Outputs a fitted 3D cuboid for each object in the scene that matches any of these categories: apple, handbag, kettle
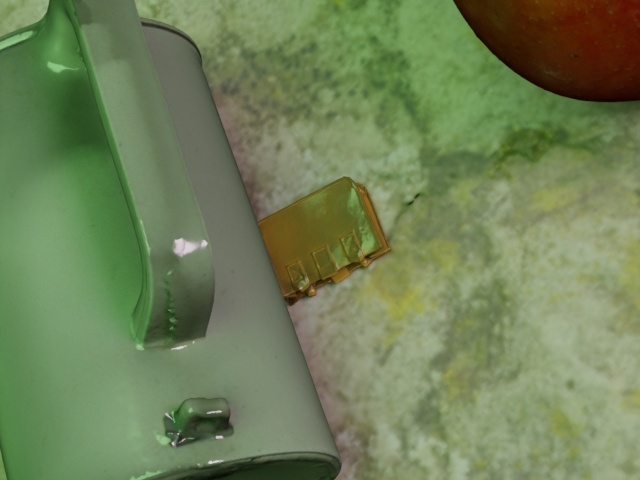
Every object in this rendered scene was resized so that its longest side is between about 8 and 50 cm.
[{"bbox_3d":[0.177,-0.190,0.997,0.218,0.201,0.218,-2,85,21],"label":"apple"},{"bbox_3d":[0.000,0.000,1.134,0.083,0.027,0.061,-27,68,16],"label":"handbag"},{"bbox_3d":[-0.134,0.024,1.064,0.205,0.265,0.318,-21,69,11],"label":"kettle"}]
